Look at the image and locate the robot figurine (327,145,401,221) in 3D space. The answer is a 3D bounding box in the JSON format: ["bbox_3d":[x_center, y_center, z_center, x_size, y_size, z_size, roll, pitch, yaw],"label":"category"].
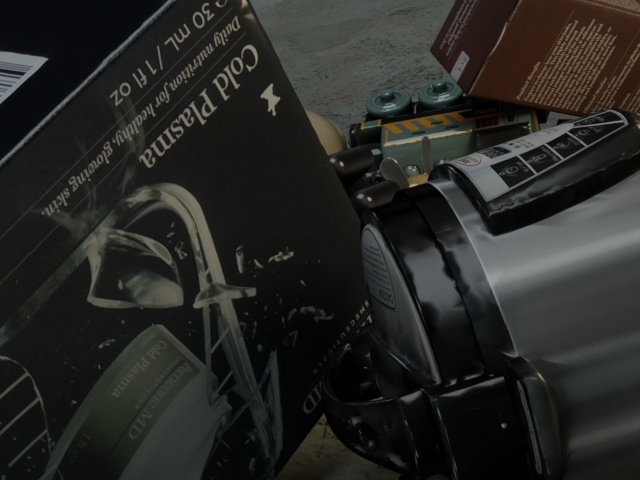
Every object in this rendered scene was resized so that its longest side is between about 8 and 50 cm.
[{"bbox_3d":[-0.024,-0.002,1.508,0.278,0.173,0.209,-44,39,33],"label":"robot figurine"}]

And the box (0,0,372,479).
[{"bbox_3d":[-0.227,0.045,1.136,0.297,0.472,0.480,14,54,40],"label":"box"}]

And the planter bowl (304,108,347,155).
[{"bbox_3d":[-0.024,-0.147,1.922,0.162,0.162,0.109,11,23,40],"label":"planter bowl"}]

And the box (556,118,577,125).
[{"bbox_3d":[0.429,-0.136,1.780,0.162,0.029,0.116,3,51,31],"label":"box"}]

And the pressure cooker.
[{"bbox_3d":[0.206,0.102,1.067,0.420,0.370,0.375,-16,54,-4],"label":"pressure cooker"}]

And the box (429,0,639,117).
[{"bbox_3d":[0.381,-0.305,1.796,0.381,0.191,0.143,5,36,-35],"label":"box"}]

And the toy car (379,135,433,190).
[{"bbox_3d":[0.124,-0.041,1.588,0.149,0.188,0.155,12,36,42],"label":"toy car"}]

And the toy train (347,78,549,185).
[{"bbox_3d":[0.205,-0.167,1.879,0.334,0.142,0.190,-8,36,11],"label":"toy train"}]
